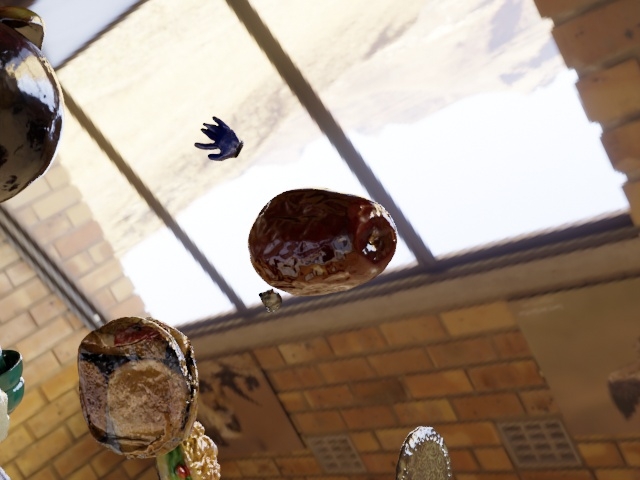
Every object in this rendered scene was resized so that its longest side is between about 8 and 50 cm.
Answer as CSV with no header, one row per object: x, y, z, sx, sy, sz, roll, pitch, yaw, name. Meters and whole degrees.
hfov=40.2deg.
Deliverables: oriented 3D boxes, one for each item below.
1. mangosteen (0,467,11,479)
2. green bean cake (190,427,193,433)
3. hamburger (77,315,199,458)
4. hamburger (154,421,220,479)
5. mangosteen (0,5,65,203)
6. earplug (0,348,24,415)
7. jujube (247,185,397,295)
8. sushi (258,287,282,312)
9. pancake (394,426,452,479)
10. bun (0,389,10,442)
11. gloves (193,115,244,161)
-0.897,0.642,2.171,0.297,0.297,0.293,-19,-154,42,mangosteen
-0.354,0.382,1.863,0.136,0.056,0.135,-25,-133,-20,green bean cake
-0.279,0.227,1.362,0.231,0.230,0.107,-24,170,20,hamburger
-0.358,0.605,2.404,0.149,0.237,0.237,-18,-169,4,hamburger
-0.640,-0.261,1.521,0.382,0.382,0.435,-24,-129,19,mangosteen
-0.855,0.316,2.209,0.164,0.280,0.257,-27,-162,-37,earplug
0.000,0.000,1.675,0.223,0.223,0.318,-34,-160,-34,jujube
-0.113,0.140,2.058,0.046,0.044,0.083,-26,153,-1,sushi
0.192,0.441,1.618,0.021,0.199,0.199,-6,-159,37,pancake
-0.761,0.355,1.805,0.259,0.259,0.160,-24,-171,21,bun
-0.161,-0.155,1.369,0.064,0.086,0.026,-59,156,13,gloves
